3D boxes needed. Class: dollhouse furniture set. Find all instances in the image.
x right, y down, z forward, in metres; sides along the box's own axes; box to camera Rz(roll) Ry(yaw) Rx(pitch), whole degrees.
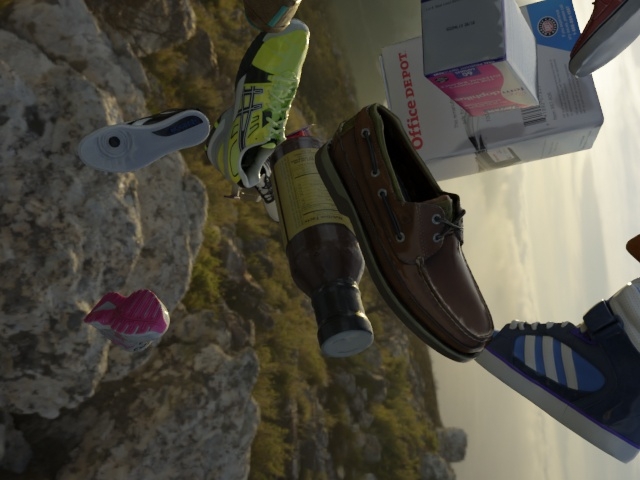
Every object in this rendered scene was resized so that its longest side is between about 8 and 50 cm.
[{"bbox_3d":[-0.218,-0.161,1.712,0.091,0.114,0.081,-3,102,-69],"label":"dollhouse furniture set"}]

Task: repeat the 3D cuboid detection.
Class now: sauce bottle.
[{"bbox_3d":[0.000,0.000,0.812,0.111,0.111,0.345,53,20,-52],"label":"sauce bottle"}]

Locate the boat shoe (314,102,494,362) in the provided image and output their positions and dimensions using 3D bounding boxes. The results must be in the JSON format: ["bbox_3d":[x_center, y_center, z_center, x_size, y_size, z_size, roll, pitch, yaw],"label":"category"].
[{"bbox_3d":[0.106,-0.013,0.631,0.110,0.104,0.307,-20,73,-51],"label":"boat shoe"}]

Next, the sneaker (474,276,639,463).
[{"bbox_3d":[0.387,0.144,0.857,0.130,0.322,0.236,28,96,-41],"label":"sneaker"}]

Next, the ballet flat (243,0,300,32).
[{"bbox_3d":[-0.064,-0.511,0.909,0.116,0.124,0.343,8,82,-33],"label":"ballet flat"}]

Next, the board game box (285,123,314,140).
[{"bbox_3d":[-0.089,-0.298,1.695,0.033,0.168,0.133,65,14,-7],"label":"board game box"}]

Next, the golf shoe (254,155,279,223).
[{"bbox_3d":[-0.149,-0.139,1.548,0.094,0.077,0.198,-10,79,-62],"label":"golf shoe"}]

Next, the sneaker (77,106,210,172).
[{"bbox_3d":[-0.302,-0.176,0.983,0.121,0.216,0.079,-134,-149,-66],"label":"sneaker"}]

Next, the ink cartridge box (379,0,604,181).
[{"bbox_3d":[0.348,-0.304,1.205,0.166,0.394,0.286,32,49,-69],"label":"ink cartridge box"}]

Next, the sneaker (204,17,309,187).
[{"bbox_3d":[-0.110,-0.282,1.216,0.145,0.385,0.147,-10,50,-46],"label":"sneaker"}]

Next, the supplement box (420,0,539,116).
[{"bbox_3d":[0.239,-0.268,0.823,0.220,0.111,0.114,5,82,-57],"label":"supplement box"}]

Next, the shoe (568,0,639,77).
[{"bbox_3d":[0.313,-0.264,0.595,0.063,0.178,0.081,-14,63,-33],"label":"shoe"}]

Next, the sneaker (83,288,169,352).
[{"bbox_3d":[-0.370,0.169,1.147,0.111,0.252,0.103,52,57,-30],"label":"sneaker"}]

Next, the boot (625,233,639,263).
[{"bbox_3d":[0.843,0.044,1.211,0.096,0.264,0.281,51,23,-25],"label":"boot"}]
